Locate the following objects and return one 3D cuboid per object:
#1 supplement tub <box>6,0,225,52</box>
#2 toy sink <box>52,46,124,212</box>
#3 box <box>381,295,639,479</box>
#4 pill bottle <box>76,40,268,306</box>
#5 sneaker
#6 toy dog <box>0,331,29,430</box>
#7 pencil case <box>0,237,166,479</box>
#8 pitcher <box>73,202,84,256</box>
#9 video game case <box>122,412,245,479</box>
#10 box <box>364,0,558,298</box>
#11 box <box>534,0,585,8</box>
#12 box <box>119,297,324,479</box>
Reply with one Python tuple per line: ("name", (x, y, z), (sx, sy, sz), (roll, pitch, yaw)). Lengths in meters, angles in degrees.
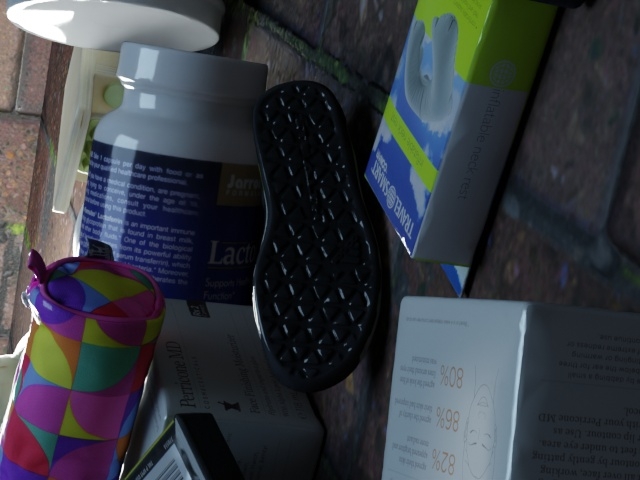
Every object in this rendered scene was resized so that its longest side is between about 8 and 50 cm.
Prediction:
("supplement tub", (-0.183, -0.364, 1.354), (0.241, 0.241, 0.331), (165, 111, -71))
("toy sink", (-0.210, -0.147, 1.544), (0.234, 0.131, 0.152), (-96, 21, -47))
("box", (0.088, 0.112, 0.581), (0.130, 0.091, 0.170), (178, 99, -72))
("pill bottle", (-0.125, -0.029, 1.196), (0.153, 0.153, 0.264), (-149, 66, -71))
("sneaker", (0.000, 0.000, 0.963), (0.097, 0.084, 0.234), (78, -171, -63))
("toy dog", (-0.322, 0.340, 1.576), (0.395, 0.285, 0.408), (-56, 29, 20))
("pencil case", (-0.181, 0.119, 1.019), (0.104, 0.104, 0.236), (-113, 35, -57))
("pitcher", (-0.178, 0.051, 1.400), (0.178, 0.126, 0.207), (-124, 34, -58))
("video game case", (-0.090, 0.294, 0.910), (0.248, 0.035, 0.275), (-50, 55, 30))
("box", (0.072, -0.071, 0.779), (0.109, 0.042, 0.178), (-114, 36, -59))
("box", (0.039, -0.324, 0.560), (0.395, 0.294, 0.212), (116, 154, -47))
("box", (-0.091, 0.165, 1.075), (0.181, 0.119, 0.181), (-117, 38, -60))
